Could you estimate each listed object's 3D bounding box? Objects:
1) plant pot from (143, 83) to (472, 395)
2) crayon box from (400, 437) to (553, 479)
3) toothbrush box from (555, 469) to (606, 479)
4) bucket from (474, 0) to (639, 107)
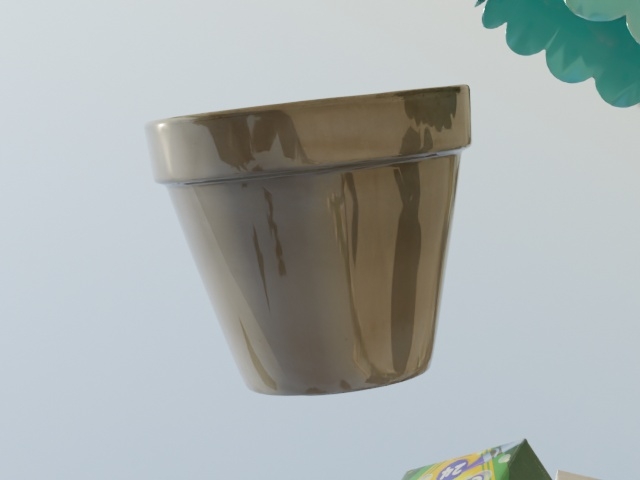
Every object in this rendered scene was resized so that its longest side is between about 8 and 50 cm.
[{"bbox_3d":[0.000,0.000,1.390,0.323,0.280,0.323,-6,-176,0],"label":"plant pot"},{"bbox_3d":[0.140,0.389,1.728,0.083,0.203,0.323,56,-141,-13],"label":"crayon box"},{"bbox_3d":[0.301,0.440,1.600,0.126,0.295,0.216,10,-133,14],"label":"toothbrush box"},{"bbox_3d":[0.298,-0.238,1.286,0.281,0.183,0.281,27,179,1],"label":"bucket"}]
